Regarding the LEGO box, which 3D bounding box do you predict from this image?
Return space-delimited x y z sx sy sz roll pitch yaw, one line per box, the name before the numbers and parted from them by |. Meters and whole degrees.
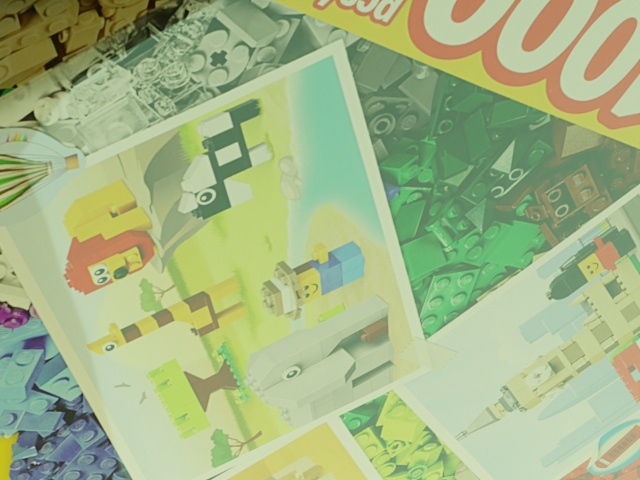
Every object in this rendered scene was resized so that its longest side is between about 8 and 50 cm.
LEGO box | 0.000 0.000 0.760 0.372 0.500 0.193 -31 -131 -1
